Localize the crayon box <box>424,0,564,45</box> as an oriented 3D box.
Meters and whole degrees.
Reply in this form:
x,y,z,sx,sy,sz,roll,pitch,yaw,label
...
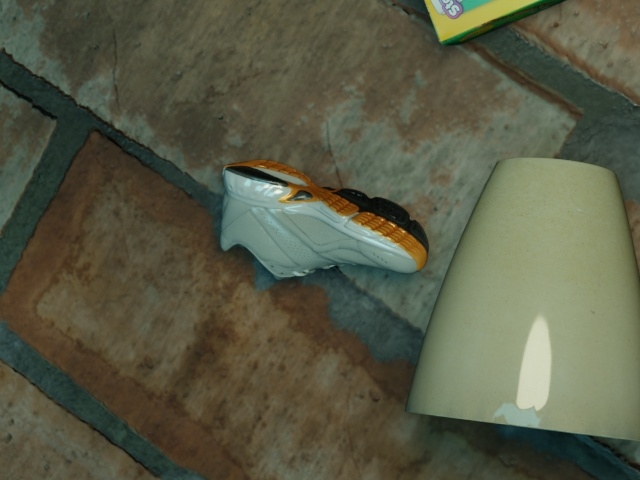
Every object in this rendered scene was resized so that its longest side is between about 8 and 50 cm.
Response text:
x,y,z,sx,sy,sz,roll,pitch,yaw,label
0.161,-0.365,1.661,0.165,0.081,0.278,-20,91,23,crayon box

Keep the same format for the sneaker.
x,y,z,sx,sy,sz,roll,pitch,yaw,label
0.000,0.000,1.781,0.262,0.099,0.121,22,113,24,sneaker

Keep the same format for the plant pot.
x,y,z,sx,sy,sz,roll,pitch,yaw,label
0.229,0.059,1.632,0.256,0.256,0.274,4,84,20,plant pot
